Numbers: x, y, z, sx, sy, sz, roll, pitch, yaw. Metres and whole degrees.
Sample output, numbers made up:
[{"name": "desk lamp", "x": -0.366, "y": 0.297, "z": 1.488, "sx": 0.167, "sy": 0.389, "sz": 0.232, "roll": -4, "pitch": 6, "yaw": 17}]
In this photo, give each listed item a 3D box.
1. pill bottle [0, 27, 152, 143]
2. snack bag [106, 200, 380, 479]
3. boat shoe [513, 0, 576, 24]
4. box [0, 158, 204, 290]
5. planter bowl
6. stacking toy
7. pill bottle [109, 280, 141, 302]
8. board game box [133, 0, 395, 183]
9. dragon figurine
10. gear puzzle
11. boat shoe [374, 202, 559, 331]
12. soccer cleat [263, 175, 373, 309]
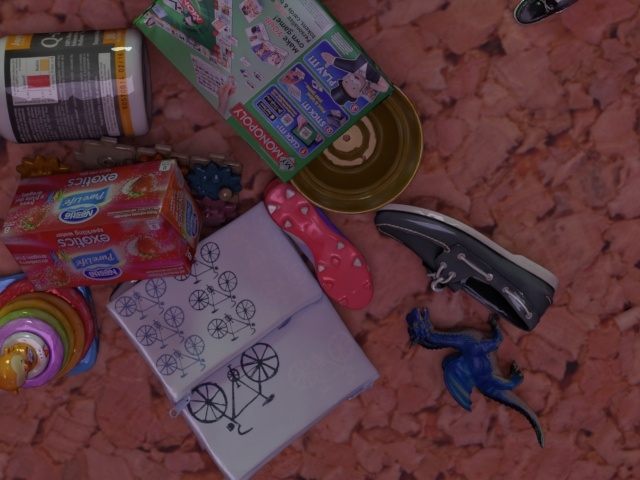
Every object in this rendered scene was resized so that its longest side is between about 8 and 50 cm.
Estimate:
[{"name": "pill bottle", "x": -0.392, "y": -0.224, "z": 1.807, "sx": 0.278, "sy": 0.162, "sz": 0.162, "roll": -3, "pitch": 101, "yaw": -3}, {"name": "snack bag", "x": -0.106, "y": 0.155, "z": 1.852, "sx": 0.323, "sy": 0.037, "sz": 0.342, "roll": -34, "pitch": 93, "yaw": -31}, {"name": "boat shoe", "x": 0.355, "y": -0.366, "z": 1.881, "sx": 0.125, "sy": 0.038, "sz": 0.046, "roll": -23, "pitch": 101, "yaw": 1}, {"name": "box", "x": -0.315, "y": -0.020, "z": 1.798, "sx": 0.257, "sy": 0.123, "sz": 0.128, "roll": -6, "pitch": 136, "yaw": 16}, {"name": "planter bowl", "x": 0.043, "y": -0.152, "z": 1.879, "sx": 0.217, "sy": 0.090, "sz": 0.217, "roll": -1, "pitch": 99, "yaw": -4}, {"name": "stacking toy", "x": -0.427, "y": 0.154, "z": 1.806, "sx": 0.165, "sy": 0.302, "sz": 0.175, "roll": -9, "pitch": 100, "yaw": -1}, {"name": "pill bottle", "x": -0.210, "y": 0.109, "z": 1.903, "sx": 0.208, "sy": 0.119, "sz": 0.119, "roll": 39, "pitch": 97, "yaw": -10}, {"name": "board game box", "x": -0.077, "y": -0.264, "z": 1.748, "sx": 0.213, "sy": 0.046, "sz": 0.317, "roll": -39, "pitch": 108, "yaw": 13}, {"name": "dragon figurine", "x": 0.242, "y": 0.215, "z": 1.962, "sx": 0.144, "sy": 0.085, "sz": 0.289, "roll": -27, "pitch": 97, "yaw": 4}, {"name": "gear puzzle", "x": -0.287, "y": -0.083, "z": 1.846, "sx": 0.339, "sy": 0.175, "sz": 0.044, "roll": 8, "pitch": 57, "yaw": -4}, {"name": "boat shoe", "x": 0.217, "y": 0.040, "z": 1.905, "sx": 0.319, "sy": 0.116, "sz": 0.099, "roll": 26, "pitch": 78, "yaw": -12}, {"name": "soccer cleat", "x": 0.000, "y": 0.000, "z": 1.914, "sx": 0.083, "sy": 0.095, "sz": 0.248, "roll": -37, "pitch": 108, "yaw": 11}]
